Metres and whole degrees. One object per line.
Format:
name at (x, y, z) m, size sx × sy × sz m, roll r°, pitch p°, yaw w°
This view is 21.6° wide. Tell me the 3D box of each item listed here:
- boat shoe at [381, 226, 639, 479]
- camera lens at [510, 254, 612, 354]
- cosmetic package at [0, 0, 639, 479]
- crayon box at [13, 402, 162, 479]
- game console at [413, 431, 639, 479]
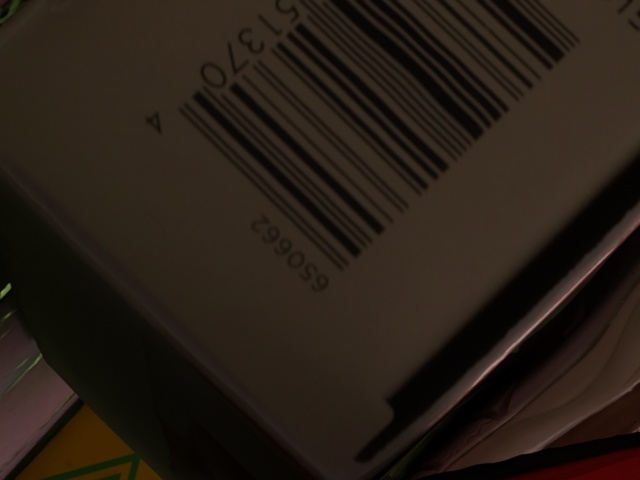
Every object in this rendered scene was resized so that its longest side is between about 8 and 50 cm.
boat shoe at (0.107, 0.091, 0.636) m, size 0.324 × 0.116 × 0.123 m, roll -46°, pitch 180°, yaw 21°
camera lens at (0.151, 0.015, 0.825) m, size 0.219 × 0.219 × 0.274 m, roll -46°, pitch 168°, yaw 15°
cosmetic package at (0.000, 0.000, 0.498) m, size 0.153 × 0.129 × 0.296 m, roll -44°, pitch 173°, yaw -12°
crayon box at (-0.086, 0.123, 0.907) m, size 0.323 × 0.083 × 0.203 m, roll -46°, pitch 173°, yaw 19°
game console at (-0.084, 0.135, 0.407) m, size 0.342 × 0.060 × 0.386 m, roll -26°, pitch 167°, yaw 20°
